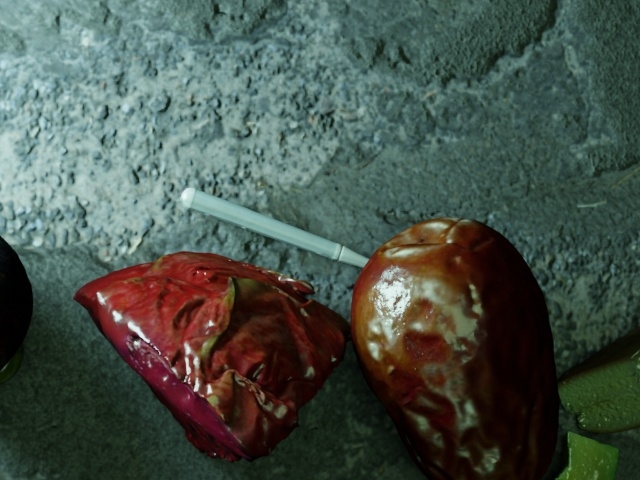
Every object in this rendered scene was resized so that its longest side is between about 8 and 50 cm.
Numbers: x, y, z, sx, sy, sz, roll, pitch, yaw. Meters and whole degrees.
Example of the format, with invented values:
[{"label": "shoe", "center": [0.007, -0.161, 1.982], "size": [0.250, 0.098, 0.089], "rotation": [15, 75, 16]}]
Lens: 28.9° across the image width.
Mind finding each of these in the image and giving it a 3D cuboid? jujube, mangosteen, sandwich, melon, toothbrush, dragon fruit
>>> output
[{"label": "jujube", "center": [0.156, 0.135, 1.385], "size": [0.223, 0.223, 0.318], "rotation": [-22, 106, -12]}, {"label": "mangosteen", "center": [-0.412, 0.076, 1.299], "size": [0.216, 0.216, 0.216], "rotation": [1, 86, -11]}, {"label": "sandwich", "center": [0.412, 0.146, 1.502], "size": [0.258, 0.096, 0.094], "rotation": [-32, 98, -9]}, {"label": "melon", "center": [0.268, 0.303, 1.478], "size": [0.209, 0.064, 0.118], "rotation": [-39, 89, -13]}, {"label": "toothbrush", "center": [-0.001, 0.002, 1.462], "size": [0.342, 0.025, 0.030], "rotation": [18, 76, -10]}, {"label": "dragon fruit", "center": [-0.088, 0.152, 1.320], "size": [0.302, 0.330, 0.240], "rotation": [-9, 110, -14]}]
